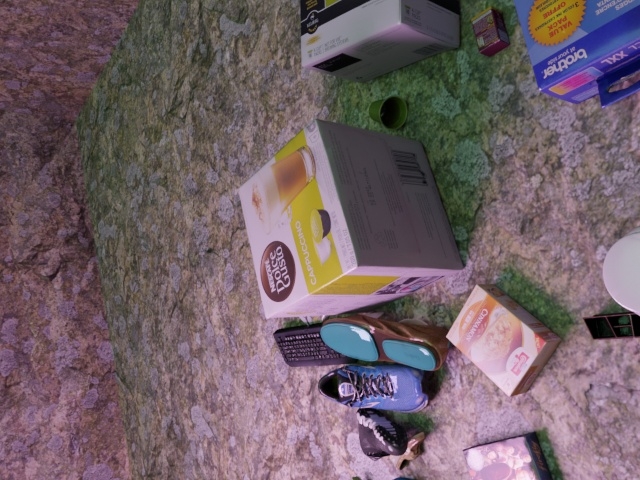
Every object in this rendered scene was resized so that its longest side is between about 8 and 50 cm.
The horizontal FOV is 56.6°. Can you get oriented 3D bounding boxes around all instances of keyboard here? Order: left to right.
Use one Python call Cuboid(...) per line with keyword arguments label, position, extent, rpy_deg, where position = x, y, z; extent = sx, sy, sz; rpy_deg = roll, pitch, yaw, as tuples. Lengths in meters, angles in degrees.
Cuboid(label="keyboard", position=(-0.033, 0.261, 1.670), extent=(0.317, 0.033, 0.202), rpy_deg=(-17, 92, 47))

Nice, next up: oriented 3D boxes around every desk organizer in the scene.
Cuboid(label="desk organizer", position=(0.534, 0.149, 1.040), extent=(0.130, 0.050, 0.047), rpy_deg=(-16, 76, 48))

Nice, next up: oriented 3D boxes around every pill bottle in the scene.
Cuboid(label="pill bottle", position=(0.531, 0.044, 0.878), extent=(0.152, 0.271, 0.153), rpy_deg=(-3, 86, 49))

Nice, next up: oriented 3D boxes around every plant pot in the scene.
Cuboid(label="plant pot", position=(0.160, -0.321, 1.479), extent=(0.079, 0.083, 0.084), rpy_deg=(30, 111, 58))

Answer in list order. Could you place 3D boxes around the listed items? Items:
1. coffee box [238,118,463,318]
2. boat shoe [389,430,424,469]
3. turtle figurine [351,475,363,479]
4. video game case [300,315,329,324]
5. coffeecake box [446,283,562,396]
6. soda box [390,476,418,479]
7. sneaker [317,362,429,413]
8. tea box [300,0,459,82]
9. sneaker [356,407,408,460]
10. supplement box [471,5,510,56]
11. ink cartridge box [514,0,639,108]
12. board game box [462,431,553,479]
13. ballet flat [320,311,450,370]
Cuboid(label="coffee box", position=(0.057, -0.030, 1.381), extent=(0.334, 0.338, 0.338), rpy_deg=(-33, 64, 44))
Cuboid(label="boat shoe", position=(0.213, 0.498, 1.406), extent=(0.045, 0.050, 0.135), rpy_deg=(57, 138, 29))
Cuboid(label="turtle figurine", position=(0.001, 0.716, 1.530), extent=(0.275, 0.197, 0.266), rpy_deg=(51, 121, 33))
Cuboid(label="video game case", position=(-0.026, 0.121, 1.710), extent=(0.206, 0.026, 0.227), rpy_deg=(40, 117, 42))
Cuboid(label="coffeecake box", position=(0.370, 0.200, 1.216), extent=(0.185, 0.068, 0.143), rpy_deg=(44, 120, 40))
Cuboid(label="soda box", position=(0.137, 0.607, 1.362), extent=(0.067, 0.210, 0.071), rpy_deg=(-16, 77, 48))
Cuboid(label="sneaker", position=(0.121, 0.362, 1.440), extent=(0.329, 0.147, 0.130), rpy_deg=(-17, 76, 47))
Cuboid(label="tea box", position=(0.132, -0.587, 1.406), extent=(0.328, 0.219, 0.324), rpy_deg=(-4, 86, 49))
Cuboid(label="sneaker", position=(0.147, 0.482, 1.419), extent=(0.234, 0.078, 0.106), rpy_deg=(-172, 84, -73))
Cuboid(label="supplement box", position=(0.362, -0.445, 1.267), extent=(0.055, 0.043, 0.083), rpy_deg=(-23, 71, 46))
Cuboid(label="ink cartridge box", position=(0.497, -0.425, 1.035), extent=(0.270, 0.151, 0.396), rpy_deg=(-25, 71, 46))
Cuboid(label="board game box", position=(0.398, 0.525, 1.191), extent=(0.165, 0.042, 0.244), rpy_deg=(-35, 63, 43))
Cuboid(label="ballet flat", position=(0.161, 0.224, 1.415), extent=(0.342, 0.124, 0.116), rpy_deg=(0, 117, 42))
